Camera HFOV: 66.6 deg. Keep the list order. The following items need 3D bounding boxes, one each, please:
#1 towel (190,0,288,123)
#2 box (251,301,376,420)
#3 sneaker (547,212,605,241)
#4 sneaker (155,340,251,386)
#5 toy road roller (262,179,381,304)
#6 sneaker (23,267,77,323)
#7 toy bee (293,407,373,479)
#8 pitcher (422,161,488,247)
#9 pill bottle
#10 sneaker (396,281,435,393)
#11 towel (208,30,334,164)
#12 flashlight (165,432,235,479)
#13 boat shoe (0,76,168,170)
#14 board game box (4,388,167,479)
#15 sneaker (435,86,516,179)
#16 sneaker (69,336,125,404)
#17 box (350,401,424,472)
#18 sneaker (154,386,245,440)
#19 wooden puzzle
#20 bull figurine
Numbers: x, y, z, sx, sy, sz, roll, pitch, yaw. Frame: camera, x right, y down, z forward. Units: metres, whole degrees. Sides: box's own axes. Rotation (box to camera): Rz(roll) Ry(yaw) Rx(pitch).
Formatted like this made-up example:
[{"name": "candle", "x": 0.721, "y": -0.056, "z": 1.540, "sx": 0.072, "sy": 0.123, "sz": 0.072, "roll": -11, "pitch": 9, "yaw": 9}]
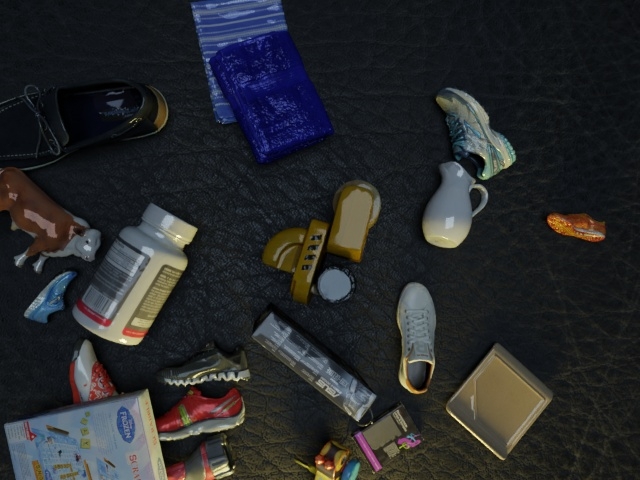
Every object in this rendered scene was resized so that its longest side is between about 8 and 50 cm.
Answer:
[{"name": "towel", "x": -0.192, "y": -0.489, "z": 1.292, "sx": 0.244, "sy": 0.040, "sz": 0.335, "roll": -13, "pitch": 89, "yaw": -7}, {"name": "box", "x": -0.024, "y": 0.281, "z": 1.182, "sx": 0.307, "sy": 0.242, "sz": 0.076, "roll": 40, "pitch": 85, "yaw": -4}, {"name": "sneaker", "x": 0.716, "y": -0.048, "z": 1.371, "sx": 0.175, "sy": 0.064, "sz": 0.067, "roll": 17, "pitch": 67, "yaw": -10}, {"name": "sneaker", "x": -0.296, "y": 0.309, "z": 1.238, "sx": 0.235, "sy": 0.078, "sz": 0.106, "roll": -2, "pitch": 85, "yaw": -10}, {"name": "toy road roller", "x": 0.000, "y": 0.000, "z": 1.221, "sx": 0.241, "sy": 0.202, "sz": 0.329, "roll": 17, "pitch": 87, "yaw": 6}, {"name": "sneaker", "x": -0.660, "y": 0.138, "z": 1.220, "sx": 0.073, "sy": 0.063, "sz": 0.162, "roll": 40, "pitch": 89, "yaw": -21}, {"name": "toy bee", "x": 0.018, "y": 0.562, "z": 1.214, "sx": 0.196, "sy": 0.162, "sz": 0.297, "roll": -5, "pitch": 81, "yaw": 27}, {"name": "pitcher", "x": 0.367, "y": -0.081, "z": 1.305, "sx": 0.178, "sy": 0.125, "sz": 0.207, "roll": 23, "pitch": 74, "yaw": -20}, {"name": "pill bottle", "x": -0.435, "y": 0.075, "z": 1.178, "sx": 0.176, "sy": 0.176, "sz": 0.318, "roll": 31, "pitch": 85, "yaw": -4}, {"name": "sneaker", "x": 0.262, "y": 0.255, "z": 1.274, "sx": 0.106, "sy": 0.123, "sz": 0.289, "roll": 0, "pitch": 87, "yaw": -4}, {"name": "towel", "x": -0.121, "y": -0.371, "z": 1.242, "sx": 0.228, "sy": 0.076, "sz": 0.308, "roll": -25, "pitch": 90, "yaw": -9}, {"name": "flashlight", "x": -0.370, "y": 0.579, "z": 1.205, "sx": 0.304, "sy": 0.103, "sz": 0.103, "roll": -18, "pitch": 91, "yaw": -7}, {"name": "boat shoe", "x": -0.632, "y": -0.292, "z": 1.182, "sx": 0.501, "sy": 0.156, "sz": 0.186, "roll": -13, "pitch": 91, "yaw": -5}, {"name": "board game box", "x": -0.527, "y": 0.534, "z": 1.124, "sx": 0.318, "sy": 0.066, "sz": 0.318, "roll": -12, "pitch": 90, "yaw": 2}, {"name": "sneaker", "x": 0.399, "y": -0.287, "z": 1.314, "sx": 0.122, "sy": 0.110, "sz": 0.283, "roll": -42, "pitch": 92, "yaw": -2}, {"name": "sneaker", "x": -0.531, "y": 0.371, "z": 1.204, "sx": 0.145, "sy": 0.090, "sz": 0.269, "roll": 0, "pitch": 92, "yaw": -7}, {"name": "box", "x": 0.179, "y": 0.525, "z": 1.302, "sx": 0.162, "sy": 0.029, "sz": 0.116, "roll": -30, "pitch": 92, "yaw": -5}, {"name": "sneaker", "x": -0.334, "y": 0.432, "z": 1.229, "sx": 0.279, "sy": 0.107, "sz": 0.118, "roll": -7, "pitch": 74, "yaw": -12}, {"name": "wooden puzzle", "x": 0.488, "y": 0.436, "z": 1.335, "sx": 0.221, "sy": 0.044, "sz": 0.238, "roll": 42, "pitch": 80, "yaw": -3}, {"name": "bull figurine", "x": -0.689, "y": -0.033, "z": 1.192, "sx": 0.310, "sy": 0.101, "sz": 0.188, "roll": 45, "pitch": 86, "yaw": -3}]
